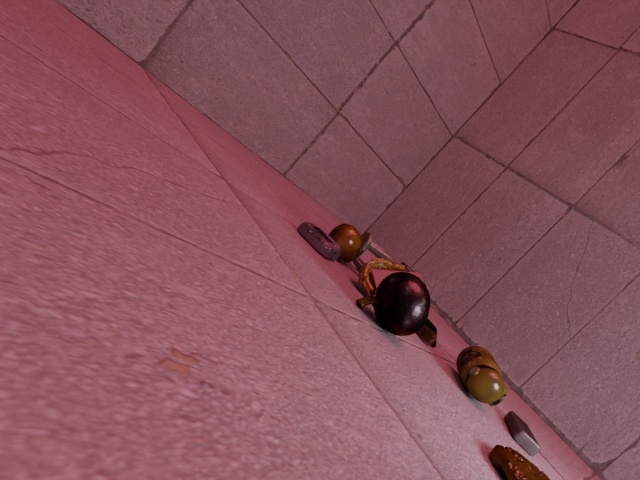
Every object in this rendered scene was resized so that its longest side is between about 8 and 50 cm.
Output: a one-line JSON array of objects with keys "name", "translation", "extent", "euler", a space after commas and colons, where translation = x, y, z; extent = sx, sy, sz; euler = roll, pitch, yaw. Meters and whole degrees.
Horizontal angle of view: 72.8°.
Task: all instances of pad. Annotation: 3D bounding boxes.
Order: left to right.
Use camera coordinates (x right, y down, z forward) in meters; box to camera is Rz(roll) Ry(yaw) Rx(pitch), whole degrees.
[{"name": "pad", "translation": [0.342, 0.193, 1.845], "extent": [0.242, 0.004, 0.164], "euler": [6, 48, -18]}]

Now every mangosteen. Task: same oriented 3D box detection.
[{"name": "mangosteen", "translation": [0.259, 0.222, 1.569], "extent": [0.261, 0.236, 0.235], "euler": [7, 14, -7]}]

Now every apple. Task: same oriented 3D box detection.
[{"name": "apple", "translation": [0.117, 0.007, 2.085], "extent": [0.155, 0.182, 0.182], "euler": [47, 6, -17]}]

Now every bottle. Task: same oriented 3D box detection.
[{"name": "bottle", "translation": [0.673, 0.563, 1.814], "extent": [0.171, 0.171, 0.351], "euler": [43, 8, 9]}]

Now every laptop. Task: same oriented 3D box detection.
[{"name": "laptop", "translation": [0.495, 0.408, 2.090], "extent": [0.197, 0.016, 0.135], "euler": [-130, -153, -50]}]

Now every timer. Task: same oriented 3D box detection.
[{"name": "timer", "translation": [0.000, 0.000, 1.934], "extent": [0.208, 0.069, 0.190], "euler": [46, 11, 19]}]

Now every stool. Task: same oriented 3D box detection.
[{"name": "stool", "translation": [0.248, 0.089, 2.201], "extent": [0.198, 0.195, 0.195], "euler": [42, 8, -11]}]

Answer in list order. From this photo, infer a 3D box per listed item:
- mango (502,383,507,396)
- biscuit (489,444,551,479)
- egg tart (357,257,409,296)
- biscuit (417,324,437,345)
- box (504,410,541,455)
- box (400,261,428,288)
[{"name": "mango", "translation": [0.787, 0.662, 2.077], "extent": [0.125, 0.111, 0.233], "euler": [42, 5, -35]}, {"name": "biscuit", "translation": [0.595, 0.678, 1.177], "extent": [0.296, 0.075, 0.296], "euler": [41, 7, -7]}, {"name": "egg tart", "translation": [0.283, 0.203, 1.888], "extent": [0.290, 0.107, 0.291], "euler": [12, 46, -12]}, {"name": "biscuit", "translation": [0.472, 0.413, 2.035], "extent": [0.034, 0.064, 0.199], "euler": [31, 11, -31]}, {"name": "box", "translation": [0.826, 0.788, 1.785], "extent": [0.103, 0.055, 0.243], "euler": [44, 8, 12]}, {"name": "box", "translation": [0.393, 0.234, 2.108], "extent": [0.106, 0.200, 0.299], "euler": [40, 8, -6]}]
